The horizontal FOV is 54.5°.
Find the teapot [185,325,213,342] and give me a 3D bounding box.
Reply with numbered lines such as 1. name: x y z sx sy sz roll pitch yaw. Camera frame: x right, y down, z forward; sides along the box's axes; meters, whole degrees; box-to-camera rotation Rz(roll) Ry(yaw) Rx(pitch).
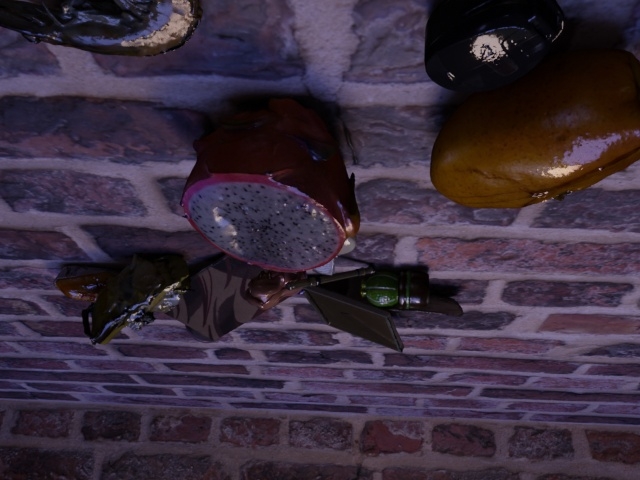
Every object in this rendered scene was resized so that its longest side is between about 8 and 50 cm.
1. teapot: -0.282 0.210 1.700 0.148 0.116 0.146 19 140 -21

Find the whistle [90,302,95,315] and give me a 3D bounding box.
1. whistle: -0.582 0.185 1.709 0.158 0.090 0.090 -20 146 39

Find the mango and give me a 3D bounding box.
1. mango: 0.288 -0.142 0.866 0.350 0.201 0.199 -17 112 50

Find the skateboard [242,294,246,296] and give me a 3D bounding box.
1. skateboard: -0.213 0.136 1.610 0.080 0.067 0.151 10 149 9

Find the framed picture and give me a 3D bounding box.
1. framed picture: 0.088 0.205 1.636 0.247 0.022 0.335 17 162 21

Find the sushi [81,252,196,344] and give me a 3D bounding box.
1. sushi: -0.437 0.131 1.483 0.291 0.139 0.131 -34 145 13

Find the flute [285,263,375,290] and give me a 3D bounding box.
1. flute: 0.025 0.084 1.403 0.233 0.027 0.027 -10 162 -31

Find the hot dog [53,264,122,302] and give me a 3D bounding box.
1. hot dog: -0.536 0.118 1.579 0.267 0.075 0.144 7 153 -6

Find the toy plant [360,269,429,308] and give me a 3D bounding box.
1. toy plant: 0.177 0.116 1.475 0.162 0.093 0.093 -1 153 10

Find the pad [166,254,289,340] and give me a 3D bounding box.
1. pad: -0.238 0.144 1.548 0.330 0.004 0.220 -32 129 29

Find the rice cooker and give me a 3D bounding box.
1. rice cooker: 0.197 -0.245 0.731 0.112 0.106 0.165 25 143 -37

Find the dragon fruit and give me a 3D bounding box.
1. dragon fruit: -0.078 -0.095 0.994 0.290 0.189 0.291 7 148 4

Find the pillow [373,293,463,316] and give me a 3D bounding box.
1. pillow: 0.241 0.158 1.558 0.232 0.038 0.131 5 -167 -7

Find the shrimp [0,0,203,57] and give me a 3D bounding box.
1. shrimp: -0.270 -0.293 0.747 0.253 0.058 0.173 5 146 -11

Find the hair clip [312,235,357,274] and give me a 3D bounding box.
1. hair clip: -0.003 0.001 1.303 0.159 0.071 0.218 4 150 4

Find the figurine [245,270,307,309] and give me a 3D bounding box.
1. figurine: -0.098 0.087 1.390 0.114 0.157 0.126 -25 102 38
